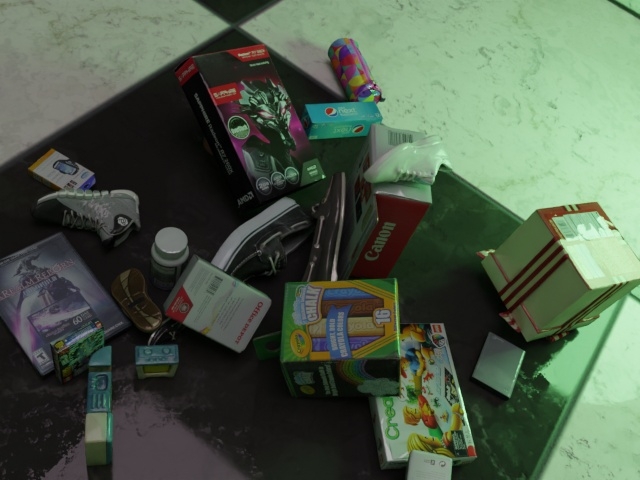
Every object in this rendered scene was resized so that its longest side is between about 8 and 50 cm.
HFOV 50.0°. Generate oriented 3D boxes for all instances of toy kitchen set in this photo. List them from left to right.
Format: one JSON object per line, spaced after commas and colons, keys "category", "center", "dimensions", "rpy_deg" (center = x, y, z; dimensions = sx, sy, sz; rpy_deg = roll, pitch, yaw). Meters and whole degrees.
{"category": "toy kitchen set", "center": [-0.342, 0.286, 1.260], "dimensions": [0.166, 0.122, 0.207], "rpy_deg": [1, 55, -16]}

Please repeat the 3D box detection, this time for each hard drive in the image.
{"category": "hard drive", "center": [0.401, 0.282, 1.549], "dimensions": [0.094, 0.022, 0.135], "rpy_deg": [29, 52, 6]}

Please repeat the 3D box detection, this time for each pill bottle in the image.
{"category": "pill bottle", "center": [-0.317, 0.038, 1.440], "dimensions": [0.078, 0.137, 0.078], "rpy_deg": [8, 53, -11]}

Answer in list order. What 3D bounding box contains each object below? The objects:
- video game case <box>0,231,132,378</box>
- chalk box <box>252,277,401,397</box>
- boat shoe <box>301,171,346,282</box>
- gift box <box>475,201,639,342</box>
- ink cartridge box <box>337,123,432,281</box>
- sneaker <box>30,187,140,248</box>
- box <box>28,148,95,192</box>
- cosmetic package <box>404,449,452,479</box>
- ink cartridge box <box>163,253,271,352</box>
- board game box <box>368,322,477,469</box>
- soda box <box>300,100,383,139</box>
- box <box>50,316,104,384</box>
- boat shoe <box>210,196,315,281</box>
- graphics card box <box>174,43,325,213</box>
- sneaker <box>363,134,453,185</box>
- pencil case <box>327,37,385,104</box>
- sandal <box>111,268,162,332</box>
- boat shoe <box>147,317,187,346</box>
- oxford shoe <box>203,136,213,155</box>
{"category": "video game case", "center": [-0.541, 0.122, 1.384], "dimensions": [0.196, 0.026, 0.274], "rpy_deg": [-31, 69, -33]}
{"category": "chalk box", "center": [0.014, 0.198, 1.370], "dimensions": [0.289, 0.180, 0.179], "rpy_deg": [-1, 54, 6]}
{"category": "boat shoe", "center": [0.000, 0.000, 1.535], "dimensions": [0.095, 0.112, 0.335], "rpy_deg": [6, 75, 1]}
{"category": "gift box", "center": [0.533, 0.071, 1.592], "dimensions": [0.276, 0.258, 0.255], "rpy_deg": [-3, 56, -28]}
{"category": "ink cartridge box", "center": [0.131, -0.049, 1.530], "dimensions": [0.130, 0.309, 0.272], "rpy_deg": [9, 54, -10]}
{"category": "sneaker", "center": [-0.498, -0.040, 1.479], "dimensions": [0.228, 0.086, 0.132], "rpy_deg": [-8, 60, -23]}
{"category": "box", "center": [-0.584, -0.147, 1.567], "dimensions": [0.136, 0.028, 0.081], "rpy_deg": [31, 52, 4]}
{"category": "cosmetic package", "center": [0.183, 0.517, 1.244], "dimensions": [0.085, 0.117, 0.231], "rpy_deg": [9, 50, 10]}
{"category": "ink cartridge box", "center": [-0.207, 0.128, 1.381], "dimensions": [0.175, 0.072, 0.127], "rpy_deg": [32, 88, -19]}
{"category": "board game box", "center": [0.196, 0.318, 1.442], "dimensions": [0.193, 0.053, 0.305], "rpy_deg": [1, 54, -15]}
{"category": "soda box", "center": [0.058, -0.327, 1.866], "dimensions": [0.210, 0.067, 0.071], "rpy_deg": [-7, 57, -21]}
{"category": "box", "center": [-0.449, 0.207, 1.277], "dimensions": [0.094, 0.137, 0.027], "rpy_deg": [-32, 68, -32]}
{"category": "boat shoe", "center": [-0.122, 0.018, 1.522], "dimensions": [0.119, 0.121, 0.335], "rpy_deg": [33, 50, 14]}
{"category": "graphics card box", "center": [-0.162, -0.271, 1.629], "dimensions": [0.233, 0.094, 0.371], "rpy_deg": [-25, 91, -43]}
{"category": "sneaker", "center": [0.185, -0.144, 1.376], "dimensions": [0.212, 0.080, 0.094], "rpy_deg": [-24, 76, -31]}
{"category": "pencil case", "center": [0.101, -0.480, 1.972], "dimensions": [0.104, 0.104, 0.236], "rpy_deg": [-10, 57, -23]}
{"category": "sandal", "center": [-0.375, 0.130, 1.408], "dimensions": [0.072, 0.049, 0.180], "rpy_deg": [-28, 53, -19]}
{"category": "boat shoe", "center": [-0.300, 0.181, 1.401], "dimensions": [0.038, 0.046, 0.125], "rpy_deg": [32, 44, 14]}
{"category": "oxford shoe", "center": [-0.193, -0.366, 1.778], "dimensions": [0.123, 0.130, 0.348], "rpy_deg": [20, 52, -2]}
